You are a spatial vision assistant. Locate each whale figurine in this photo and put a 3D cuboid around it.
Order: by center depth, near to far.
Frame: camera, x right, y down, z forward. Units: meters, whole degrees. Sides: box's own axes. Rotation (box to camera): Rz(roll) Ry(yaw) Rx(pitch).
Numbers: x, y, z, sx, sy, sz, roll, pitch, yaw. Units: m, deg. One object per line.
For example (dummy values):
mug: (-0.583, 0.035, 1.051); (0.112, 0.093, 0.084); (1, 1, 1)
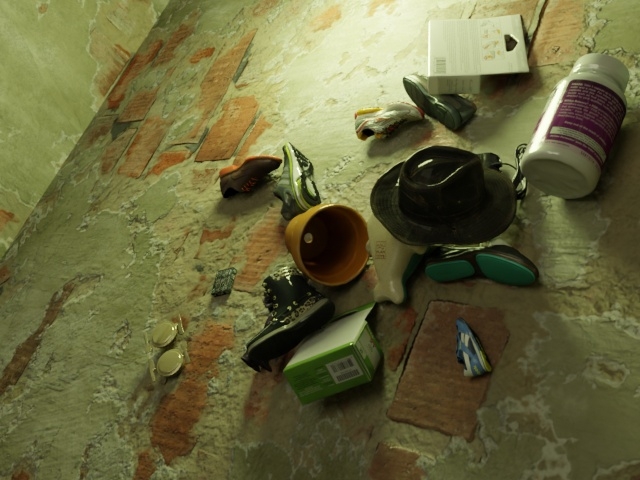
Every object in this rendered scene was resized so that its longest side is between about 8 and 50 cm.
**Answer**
whale figurine: (0.199, 0.021, 1.721); (0.216, 0.141, 0.272); (-5, 76, 55)

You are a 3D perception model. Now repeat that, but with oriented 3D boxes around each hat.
hat: (0.273, -0.133, 1.594); (0.331, 0.134, 0.331); (-3, 45, 3)

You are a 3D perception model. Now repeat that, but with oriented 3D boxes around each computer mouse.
computer mouse: (0.382, -0.138, 1.732); (0.261, 0.060, 0.184); (-6, 49, 24)

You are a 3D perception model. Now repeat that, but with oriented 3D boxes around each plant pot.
plant pot: (0.000, 0.000, 1.858); (0.205, 0.205, 0.188); (-53, 24, -9)

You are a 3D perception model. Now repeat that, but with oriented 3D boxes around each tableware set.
tableware set: (-0.441, 0.320, 2.084); (0.128, 0.039, 0.194); (-28, 47, 3)

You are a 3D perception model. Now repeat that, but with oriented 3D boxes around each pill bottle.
pill bottle: (0.569, -0.256, 1.576); (0.169, 0.169, 0.302); (10, 65, 45)

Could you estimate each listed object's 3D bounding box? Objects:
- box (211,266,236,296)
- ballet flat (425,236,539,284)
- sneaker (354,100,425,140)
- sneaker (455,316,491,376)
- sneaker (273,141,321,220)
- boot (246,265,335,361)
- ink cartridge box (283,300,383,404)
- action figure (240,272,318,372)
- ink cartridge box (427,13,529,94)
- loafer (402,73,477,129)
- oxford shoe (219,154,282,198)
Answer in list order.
box: (-0.287, 0.123, 2.128); (0.067, 0.018, 0.083); (-16, 48, 32)
ballet flat: (0.356, 0.037, 1.580); (0.280, 0.095, 0.096); (1, 46, 42)
sneaker: (0.198, -0.335, 2.054); (0.225, 0.088, 0.093); (-7, 74, 38)
sneaker: (0.304, 0.222, 1.496); (0.059, 0.053, 0.144); (-34, 40, 18)
sneaker: (-0.090, -0.182, 2.149); (0.121, 0.111, 0.300); (-34, 39, 20)
boot: (-0.104, 0.174, 1.739); (0.236, 0.085, 0.178); (-31, 48, -15)
ink cartridge box: (0.049, 0.253, 1.675); (0.188, 0.097, 0.255); (-25, 10, 24)
action figure: (-0.102, 0.198, 1.848); (0.185, 0.099, 0.285); (0, 53, 50)
ink cartridge box: (0.428, -0.516, 1.980); (0.260, 0.066, 0.296); (0, 46, 10)
loafer: (0.328, -0.393, 1.985); (0.084, 0.096, 0.267); (-29, 46, -10)
oxford shoe: (-0.222, -0.203, 2.302); (0.271, 0.096, 0.099); (-17, 66, 43)
